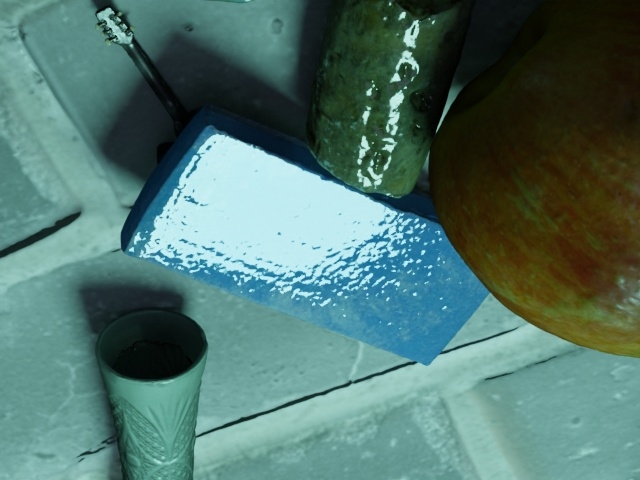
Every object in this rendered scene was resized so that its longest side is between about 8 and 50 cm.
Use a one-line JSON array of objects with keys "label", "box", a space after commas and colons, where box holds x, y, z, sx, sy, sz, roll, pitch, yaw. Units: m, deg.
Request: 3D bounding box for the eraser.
[{"label": "eraser", "box": [0.000, 0.000, 1.573, 0.311, 0.043, 0.144, 21, 120, -27]}]

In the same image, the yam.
[{"label": "yam", "box": [0.049, -0.127, 1.473, 0.107, 0.107, 0.194, 8, 125, -9]}]

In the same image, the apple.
[{"label": "apple", "box": [0.216, -0.058, 1.424, 0.301, 0.301, 0.302, -2, 125, -2]}]

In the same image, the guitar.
[{"label": "guitar", "box": [-0.112, -0.096, 1.531, 0.088, 0.025, 0.233, -27, 123, 11]}]

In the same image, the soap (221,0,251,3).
[{"label": "soap", "box": [-0.080, -0.232, 1.418, 0.149, 0.056, 0.100, 3, 128, -5]}]

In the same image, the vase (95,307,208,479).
[{"label": "vase", "box": [-0.145, 0.173, 1.684, 0.096, 0.096, 0.219, -1, 128, -3]}]
